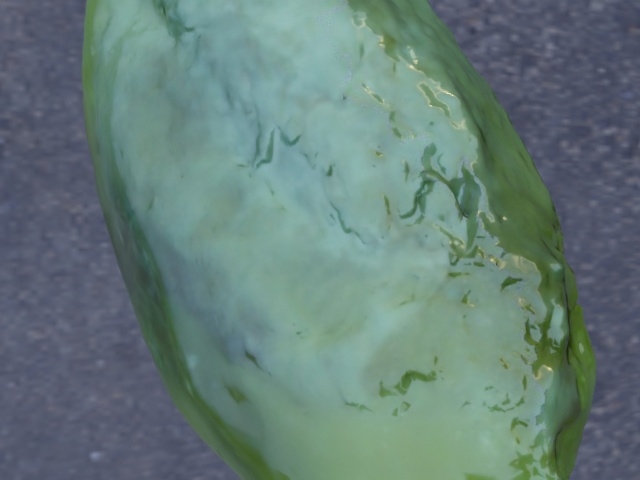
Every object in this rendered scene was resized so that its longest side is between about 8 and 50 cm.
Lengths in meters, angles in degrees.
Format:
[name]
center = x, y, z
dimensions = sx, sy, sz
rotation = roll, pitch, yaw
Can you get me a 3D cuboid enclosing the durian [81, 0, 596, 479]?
[durian]
center = 0.000, 0.000, 0.553
dimensions = 0.250, 0.101, 0.139
rotation = 70, 157, 10
